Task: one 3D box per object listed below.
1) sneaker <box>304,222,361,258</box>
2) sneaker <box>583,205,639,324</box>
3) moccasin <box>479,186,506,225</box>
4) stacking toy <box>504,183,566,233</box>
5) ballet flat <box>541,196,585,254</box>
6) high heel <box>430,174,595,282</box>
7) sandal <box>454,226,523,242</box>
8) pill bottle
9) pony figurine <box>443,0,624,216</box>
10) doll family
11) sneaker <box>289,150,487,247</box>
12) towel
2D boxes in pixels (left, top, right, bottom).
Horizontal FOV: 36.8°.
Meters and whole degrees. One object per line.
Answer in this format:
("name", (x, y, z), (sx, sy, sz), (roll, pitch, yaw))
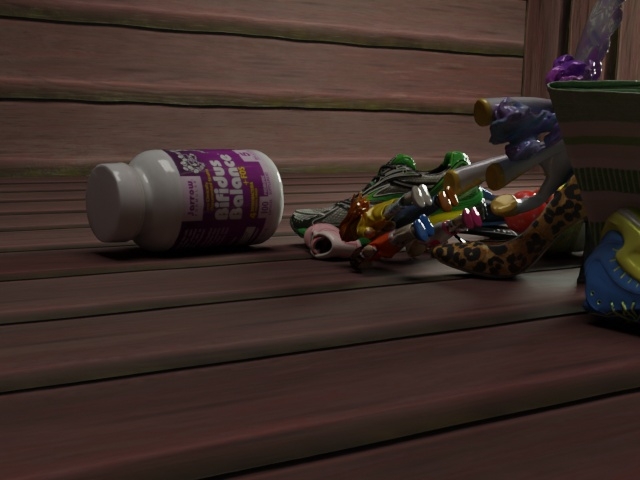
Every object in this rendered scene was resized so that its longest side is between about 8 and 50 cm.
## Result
("sneaker", (0.000, 0.000, 1.585), (0.070, 0.051, 0.134), (2, 10, -39))
("sneaker", (0.378, 0.070, 1.093), (0.091, 0.126, 0.240), (22, 27, -27))
("moccasin", (0.279, -0.096, 2.110), (0.342, 0.117, 0.137), (4, 8, 16))
("stacking toy", (0.514, -0.077, 2.015), (0.330, 0.141, 0.141), (-9, 13, -37))
("ballet flat", (0.472, -0.031, 1.740), (0.123, 0.123, 0.348), (5, 8, 21))
("high heel", (0.297, -0.038, 1.426), (0.261, 0.186, 0.093), (3, 12, 11))
("sandal", (0.293, -0.001, 1.709), (0.179, 0.040, 0.067), (7, 9, 13))
("pill bottle", (-0.224, -0.067, 1.593), (0.301, 0.169, 0.169), (-5, 10, -39))
("pony figurine", (0.407, -0.181, 1.513), (0.363, 0.303, 0.351), (-15, -30, -19))
("doll family", (0.123, -0.032, 1.501), (0.163, 0.118, 0.263), (-27, -10, 34))
("sneaker", (0.112, -0.073, 1.699), (0.343, 0.146, 0.134), (-13, 8, 0))
("towel", (0.416, -0.043, 1.148), (0.248, 0.325, 0.038), (9, 44, 45))
